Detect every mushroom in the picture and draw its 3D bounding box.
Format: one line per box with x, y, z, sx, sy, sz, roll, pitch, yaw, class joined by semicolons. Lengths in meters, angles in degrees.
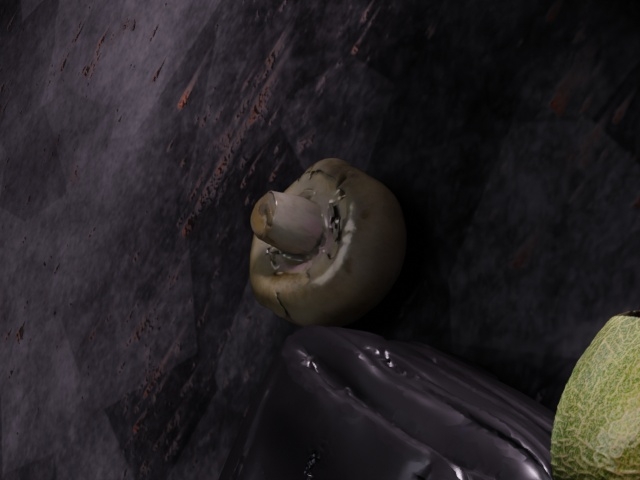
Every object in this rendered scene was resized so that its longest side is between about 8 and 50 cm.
0.000;0.000;1.235;0.154;0.122;0.154;-35;41;38;mushroom

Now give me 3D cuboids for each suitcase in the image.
0.054;0.259;1.007;0.339;0.188;0.345;31;99;49;suitcase

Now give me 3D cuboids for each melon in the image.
0.205;0.126;0.840;0.128;0.160;0.079;-40;-1;-11;melon
